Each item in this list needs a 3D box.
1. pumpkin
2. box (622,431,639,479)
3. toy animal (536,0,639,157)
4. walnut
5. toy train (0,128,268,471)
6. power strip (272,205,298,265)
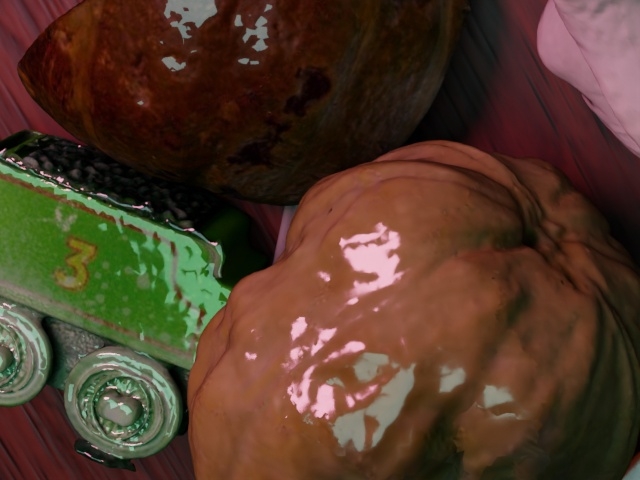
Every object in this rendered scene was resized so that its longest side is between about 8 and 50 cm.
[{"bbox_3d":[-0.060,-0.099,1.060,0.312,0.148,0.169,-27,80,26],"label":"pumpkin"},{"bbox_3d":[0.268,0.186,1.091,0.182,0.133,0.099,38,114,3],"label":"box"},{"bbox_3d":[0.209,-0.159,0.945,0.206,0.271,0.265,10,127,39],"label":"toy animal"},{"bbox_3d":[0.068,0.082,1.029,0.253,0.282,0.277,36,112,5],"label":"walnut"},{"bbox_3d":[-0.156,0.038,1.160,0.243,0.132,0.188,22,108,5],"label":"toy train"},{"bbox_3d":[0.000,0.000,1.156,0.060,0.027,0.253,17,112,10],"label":"power strip"}]
